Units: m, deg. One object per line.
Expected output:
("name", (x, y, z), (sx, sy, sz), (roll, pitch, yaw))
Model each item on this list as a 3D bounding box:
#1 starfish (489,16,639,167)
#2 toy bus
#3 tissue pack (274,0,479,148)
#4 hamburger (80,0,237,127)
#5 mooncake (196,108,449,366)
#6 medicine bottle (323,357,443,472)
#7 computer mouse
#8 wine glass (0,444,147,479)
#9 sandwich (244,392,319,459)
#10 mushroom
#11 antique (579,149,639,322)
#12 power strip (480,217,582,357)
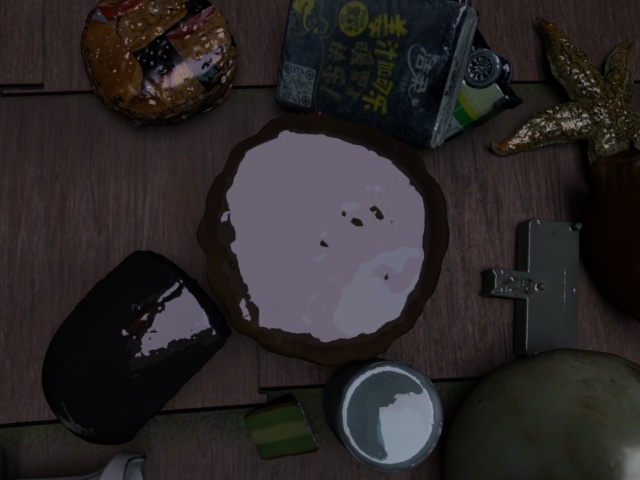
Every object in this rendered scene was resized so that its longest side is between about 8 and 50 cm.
("starfish", (0.477, -0.207, 0.918), (0.358, 0.078, 0.347), (19, 75, -4))
("toy bus", (0.165, -0.285, 0.834), (0.165, 0.134, 0.276), (-34, 84, 30))
("tissue pack", (0.067, -0.251, 0.773), (0.257, 0.081, 0.185), (22, 114, 22))
("hamburger", (-0.235, -0.279, 0.815), (0.231, 0.107, 0.230), (0, 87, -5))
("mooncake", (0.001, 0.001, 0.756), (0.324, 0.187, 0.323), (1, 82, -6))
("medicine bottle", (0.074, 0.221, 0.734), (0.135, 0.168, 0.135), (1, 81, -8))
("computer mouse", (-0.252, 0.147, 0.699), (0.170, 0.100, 0.269), (44, 98, 3))
("wine glass", (-0.328, 0.327, 0.674), (0.197, 0.165, 0.164), (10, 79, 2))
("sandwich", (-0.054, 0.255, 0.737), (0.074, 0.116, 0.074), (-23, 83, -12))
("mushroom", (0.336, 0.306, 0.704), (0.352, 0.260, 0.352), (3, 96, 32))
("antique", (0.490, -0.003, 0.800), (0.129, 0.223, 0.278), (-22, 94, -17))
("power strip", (0.323, 0.072, 0.850), (0.145, 0.061, 0.215), (6, 79, -8))
